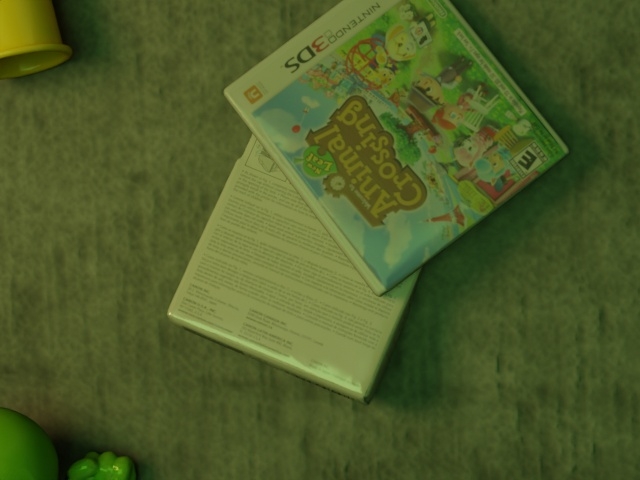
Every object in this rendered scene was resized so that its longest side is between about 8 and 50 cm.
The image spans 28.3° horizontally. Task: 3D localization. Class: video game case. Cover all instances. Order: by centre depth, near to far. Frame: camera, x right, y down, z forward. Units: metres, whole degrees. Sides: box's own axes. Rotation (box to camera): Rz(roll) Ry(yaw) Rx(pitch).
[{"bbox_3d":[0.060,-0.095,1.024,0.193,0.023,0.212,-37,83,-1],"label":"video game case"}]

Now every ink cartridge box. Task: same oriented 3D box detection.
[{"bbox_3d":[0.000,0.000,1.060,0.181,0.056,0.225,22,78,9],"label":"ink cartridge box"}]

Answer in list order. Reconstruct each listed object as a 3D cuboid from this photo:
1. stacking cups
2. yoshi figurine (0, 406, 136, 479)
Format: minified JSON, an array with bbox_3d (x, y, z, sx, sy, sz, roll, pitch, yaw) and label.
[{"bbox_3d":[-0.286,-0.299,1.065,0.096,0.096,0.316,-12,90,10],"label":"stacking cups"},{"bbox_3d":[-0.211,0.271,1.040,0.362,0.203,0.203,35,82,9],"label":"yoshi figurine"}]
